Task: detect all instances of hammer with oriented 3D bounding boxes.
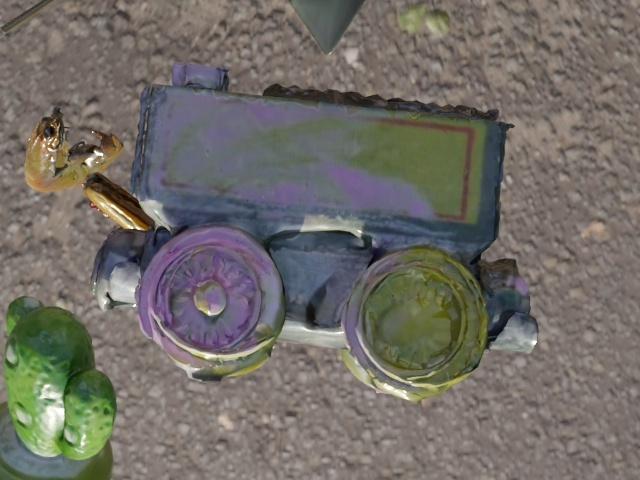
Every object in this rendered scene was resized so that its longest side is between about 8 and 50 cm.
[{"bbox_3d":[-0.260,-0.228,1.075,0.110,0.019,0.035,-40,135,-24],"label":"hammer"}]

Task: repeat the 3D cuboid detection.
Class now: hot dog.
[{"bbox_3d":[-0.127,-0.016,0.759,0.021,0.037,0.083,-45,120,10],"label":"hot dog"}]

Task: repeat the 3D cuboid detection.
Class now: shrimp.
[{"bbox_3d":[-0.356,-0.126,1.606,0.150,0.248,0.068,-24,80,-10],"label":"shrimp"}]

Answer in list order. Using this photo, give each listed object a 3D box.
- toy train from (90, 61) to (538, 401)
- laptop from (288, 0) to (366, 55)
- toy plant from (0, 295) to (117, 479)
[{"bbox_3d":[0.000,0.000,0.667,0.261,0.134,0.177,7,84,-2],"label":"toy train"},{"bbox_3d":[0.049,-0.370,1.338,0.015,0.187,0.269,18,119,-35],"label":"laptop"},{"bbox_3d":[-0.329,0.204,1.376,0.185,0.224,0.315,-12,141,-35],"label":"toy plant"}]
